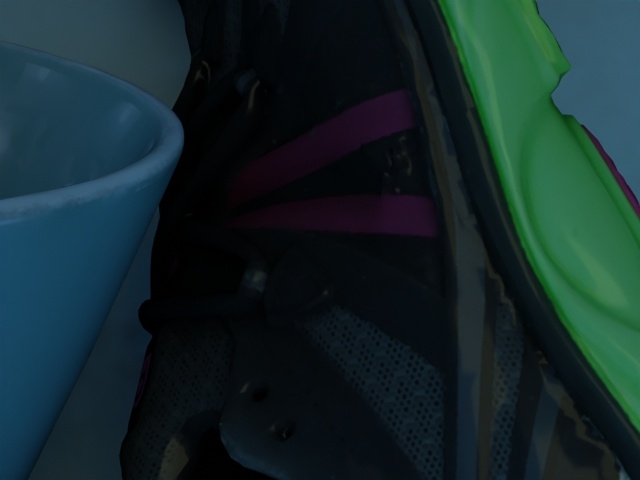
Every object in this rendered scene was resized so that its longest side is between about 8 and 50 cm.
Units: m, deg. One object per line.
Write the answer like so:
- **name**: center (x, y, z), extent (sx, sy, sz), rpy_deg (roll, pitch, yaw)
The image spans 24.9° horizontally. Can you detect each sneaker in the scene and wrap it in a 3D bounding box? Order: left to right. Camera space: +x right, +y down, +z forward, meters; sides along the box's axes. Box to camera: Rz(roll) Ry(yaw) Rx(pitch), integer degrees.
- **sneaker**: center (0.000, 0.000, 0.524), extent (0.202, 0.185, 0.483), rpy_deg (-26, 63, 1)

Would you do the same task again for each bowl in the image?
- **bowl**: center (-0.205, 0.024, 0.451), extent (0.311, 0.311, 0.163), rpy_deg (7, 106, -4)
